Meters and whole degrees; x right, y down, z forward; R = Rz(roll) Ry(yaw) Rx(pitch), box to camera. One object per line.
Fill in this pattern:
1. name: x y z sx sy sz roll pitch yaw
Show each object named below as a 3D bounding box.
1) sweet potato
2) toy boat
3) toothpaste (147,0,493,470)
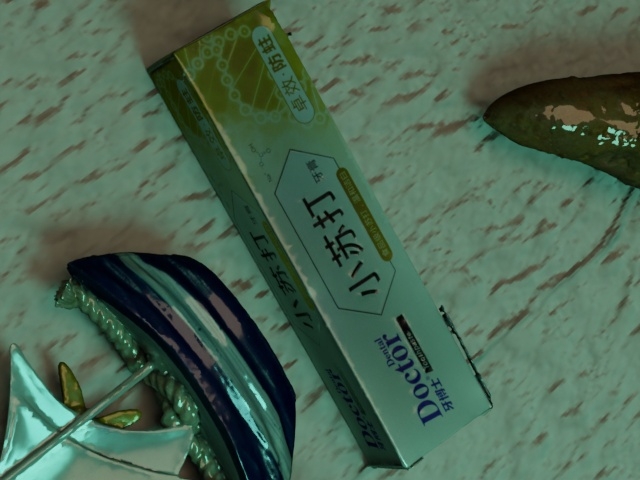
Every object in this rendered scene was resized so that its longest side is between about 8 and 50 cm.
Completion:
1. sweet potato: 0.279 -0.090 1.213 0.341 0.092 0.114 -14 63 -30
2. toy boat: -0.144 0.147 0.952 0.291 0.067 0.220 -41 102 -25
3. toothpaste: 0.000 0.000 1.055 0.089 0.071 0.313 -32 98 -25
